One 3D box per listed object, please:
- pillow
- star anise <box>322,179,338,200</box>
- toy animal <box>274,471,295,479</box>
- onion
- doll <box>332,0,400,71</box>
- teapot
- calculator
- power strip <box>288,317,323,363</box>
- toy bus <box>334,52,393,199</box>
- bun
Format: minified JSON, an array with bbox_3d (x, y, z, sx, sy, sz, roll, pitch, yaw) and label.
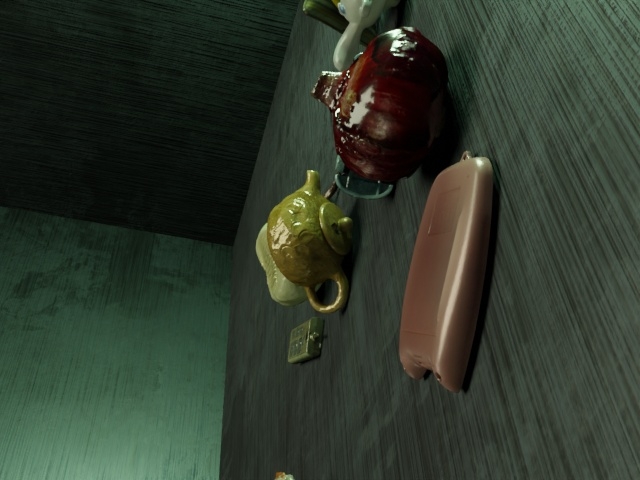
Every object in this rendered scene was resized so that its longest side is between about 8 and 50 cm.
[{"bbox_3d":[0.056,-0.563,1.763,0.052,0.208,0.212,-15,63,50],"label":"pillow"},{"bbox_3d":[0.015,-0.088,1.919,0.140,0.144,0.158,53,-150,-36],"label":"star anise"},{"bbox_3d":[-0.086,0.621,1.453,0.226,0.188,0.359,136,143,-61],"label":"toy animal"},{"bbox_3d":[0.094,-0.213,1.235,0.252,0.219,0.252,-163,90,-84],"label":"onion"},{"bbox_3d":[0.100,-0.514,1.644,0.242,0.159,0.311,52,132,55],"label":"doll"},{"bbox_3d":[0.000,0.000,1.670,0.167,0.203,0.311,-21,76,28],"label":"teapot"},{"bbox_3d":[0.171,0.035,1.078,0.220,0.048,0.330,159,123,-78],"label":"calculator"},{"bbox_3d":[-0.034,0.244,1.884,0.268,0.034,0.092,137,142,-71],"label":"power strip"},{"bbox_3d":[0.098,-0.210,1.477,0.120,0.121,0.265,-133,53,-86],"label":"toy bus"},{"bbox_3d":[-0.065,0.051,1.894,0.229,0.145,0.230,177,90,-68],"label":"bun"}]
